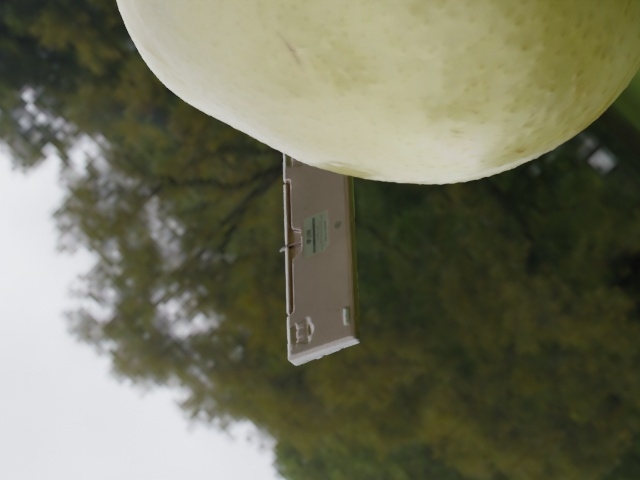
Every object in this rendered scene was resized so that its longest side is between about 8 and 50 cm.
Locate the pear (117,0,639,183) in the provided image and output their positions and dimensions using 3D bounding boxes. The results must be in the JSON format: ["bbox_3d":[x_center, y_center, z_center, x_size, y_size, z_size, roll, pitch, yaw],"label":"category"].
[{"bbox_3d":[0.031,-0.177,0.873,0.309,0.309,0.309,45,-174,-6],"label":"pear"}]

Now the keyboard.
[{"bbox_3d":[0.000,0.000,1.058,0.017,0.055,0.166,38,-139,-46],"label":"keyboard"}]
